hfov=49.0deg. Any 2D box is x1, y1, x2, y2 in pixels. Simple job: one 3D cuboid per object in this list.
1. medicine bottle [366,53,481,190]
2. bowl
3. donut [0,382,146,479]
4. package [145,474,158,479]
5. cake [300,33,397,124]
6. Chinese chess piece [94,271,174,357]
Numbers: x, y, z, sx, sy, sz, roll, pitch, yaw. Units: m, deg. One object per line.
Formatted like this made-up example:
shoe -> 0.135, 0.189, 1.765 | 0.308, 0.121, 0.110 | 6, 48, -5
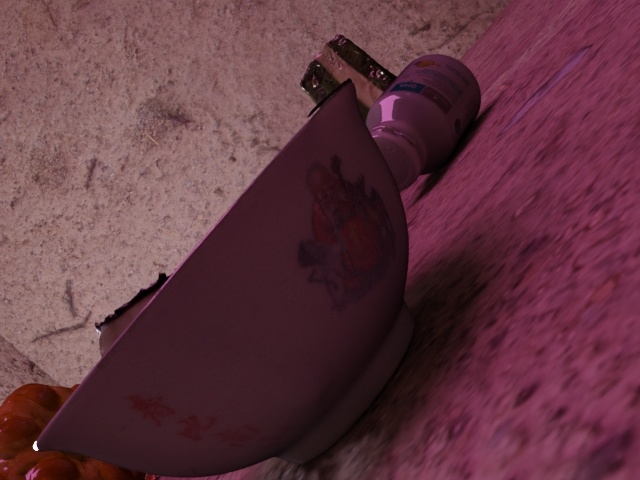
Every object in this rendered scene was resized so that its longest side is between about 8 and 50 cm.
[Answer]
medicine bottle -> 0.139, -0.168, 1.020 | 0.215, 0.135, 0.135 | -52, 4, -39
bowl -> -0.033, 0.061, 0.526 | 0.345, 0.157, 0.345 | -49, 3, 4
donut -> -0.440, 0.381, 1.220 | 0.317, 0.299, 0.150 | 15, -72, -58
package -> -0.271, 0.366, 1.194 | 0.077, 0.033, 0.111 | -39, 9, 1
cake -> 0.102, -0.250, 1.346 | 0.158, 0.283, 0.172 | -48, 20, 20
Chinese chess piece -> -0.182, 0.121, 1.125 | 0.349, 0.146, 0.349 | -32, -5, -3
